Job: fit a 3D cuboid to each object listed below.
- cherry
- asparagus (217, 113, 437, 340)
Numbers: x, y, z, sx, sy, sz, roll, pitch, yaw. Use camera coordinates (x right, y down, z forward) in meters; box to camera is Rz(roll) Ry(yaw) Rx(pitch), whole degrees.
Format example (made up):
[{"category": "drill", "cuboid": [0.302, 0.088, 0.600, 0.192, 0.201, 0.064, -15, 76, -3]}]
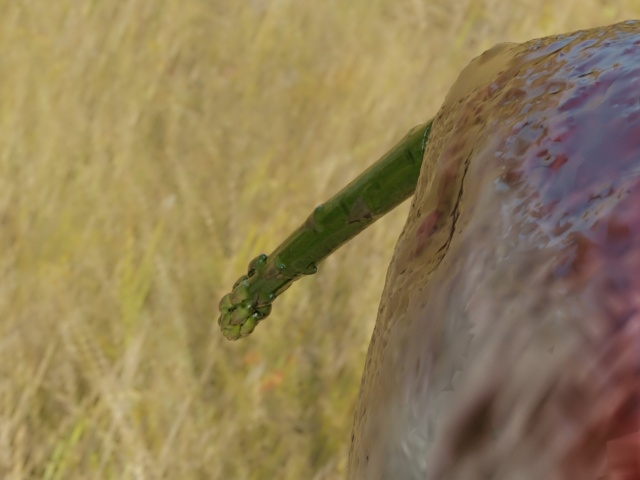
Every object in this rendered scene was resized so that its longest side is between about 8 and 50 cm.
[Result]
[{"category": "cherry", "cuboid": [0.109, 0.057, 0.571, 0.203, 0.230, 0.300, 1, 54, -24]}, {"category": "asparagus", "cuboid": [0.000, -0.001, 0.965, 0.034, 0.236, 0.027, -5, 67, -36]}]
